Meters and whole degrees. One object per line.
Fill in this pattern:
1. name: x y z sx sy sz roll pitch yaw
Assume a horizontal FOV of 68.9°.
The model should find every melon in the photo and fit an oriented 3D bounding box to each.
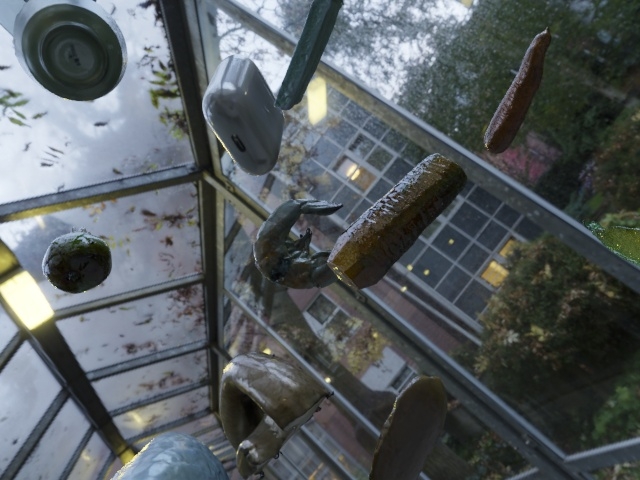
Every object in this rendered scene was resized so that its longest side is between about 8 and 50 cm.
1. melon: 0.517 0.011 0.730 0.053 0.114 0.262 -51 23 0

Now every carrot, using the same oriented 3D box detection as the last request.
1. carrot: 0.142 -0.037 0.881 0.302 0.114 0.114 -44 -20 -13
2. carrot: 0.369 -0.267 0.873 0.059 0.059 0.248 -36 -29 -38

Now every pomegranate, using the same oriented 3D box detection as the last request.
1. pomegranate: -0.619 0.043 1.194 0.159 0.205 0.159 -12 -48 -14

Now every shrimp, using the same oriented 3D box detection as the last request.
1. shrimp: 0.000 0.000 1.231 0.359 0.247 0.085 -12 -7 -11

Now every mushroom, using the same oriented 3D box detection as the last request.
1. mushroom: -0.094 0.252 0.712 0.156 0.151 0.286 -35 -20 -40

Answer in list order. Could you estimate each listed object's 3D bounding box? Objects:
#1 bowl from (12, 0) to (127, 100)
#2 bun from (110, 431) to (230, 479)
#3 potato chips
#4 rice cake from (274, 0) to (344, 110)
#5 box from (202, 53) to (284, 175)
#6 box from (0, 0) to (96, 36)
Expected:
1. bowl: -0.482 -0.367 0.915 0.211 0.112 0.212 -15 -56 -24
2. bun: -0.228 0.413 0.562 0.362 0.211 0.362 -53 -5 -7
3. potato chips: 0.124 0.281 0.638 0.150 0.049 0.202 20 -81 -49
4. rice cake: -0.024 -0.358 0.892 0.226 0.040 0.085 -63 -6 26
5. box: -0.217 -0.373 1.380 0.141 0.349 0.289 -21 -53 18
6. box: -0.619 -0.562 1.070 0.129 0.086 0.225 -31 20 47
